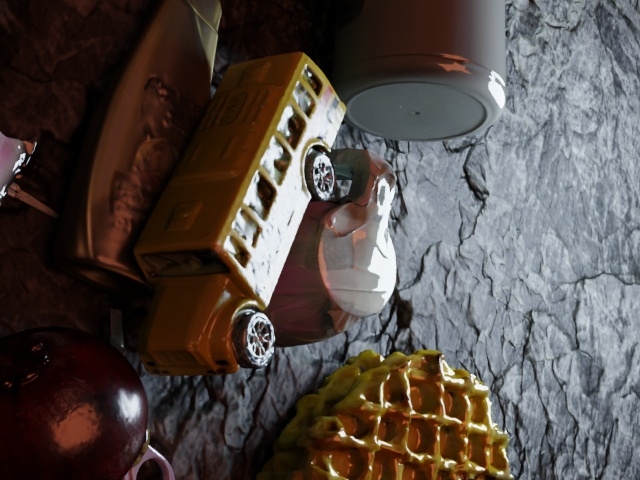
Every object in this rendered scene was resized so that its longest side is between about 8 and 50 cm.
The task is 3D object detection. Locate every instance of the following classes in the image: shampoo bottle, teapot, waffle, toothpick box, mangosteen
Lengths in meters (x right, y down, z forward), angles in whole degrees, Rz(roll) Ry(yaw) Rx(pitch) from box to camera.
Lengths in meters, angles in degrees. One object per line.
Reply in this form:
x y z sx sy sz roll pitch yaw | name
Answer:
-0.166 -0.120 0.983 0.126 0.084 0.350 33 62 -41 | shampoo bottle
0.007 0.012 1.058 0.163 0.178 0.221 56 50 -23 | teapot
0.081 0.268 1.114 0.324 0.151 0.261 -33 109 -42 | waffle
0.113 -0.300 1.188 0.229 0.229 0.316 17 69 -40 | toothpick box
-0.232 0.169 0.832 0.200 0.200 0.199 8 78 -42 | mangosteen

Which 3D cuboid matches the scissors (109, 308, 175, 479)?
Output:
-0.192 0.172 0.956 0.110 0.021 0.212 1 84 -45 | scissors

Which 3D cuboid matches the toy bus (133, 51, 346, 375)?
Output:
-0.080 -0.031 0.933 0.123 0.121 0.335 58 41 -40 | toy bus

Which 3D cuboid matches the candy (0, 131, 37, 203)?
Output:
-0.345 0.008 0.748 0.116 0.156 0.265 38 60 -38 | candy

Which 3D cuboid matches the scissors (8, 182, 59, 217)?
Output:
-0.280 -0.043 0.917 0.083 0.006 0.036 34 60 -34 | scissors
